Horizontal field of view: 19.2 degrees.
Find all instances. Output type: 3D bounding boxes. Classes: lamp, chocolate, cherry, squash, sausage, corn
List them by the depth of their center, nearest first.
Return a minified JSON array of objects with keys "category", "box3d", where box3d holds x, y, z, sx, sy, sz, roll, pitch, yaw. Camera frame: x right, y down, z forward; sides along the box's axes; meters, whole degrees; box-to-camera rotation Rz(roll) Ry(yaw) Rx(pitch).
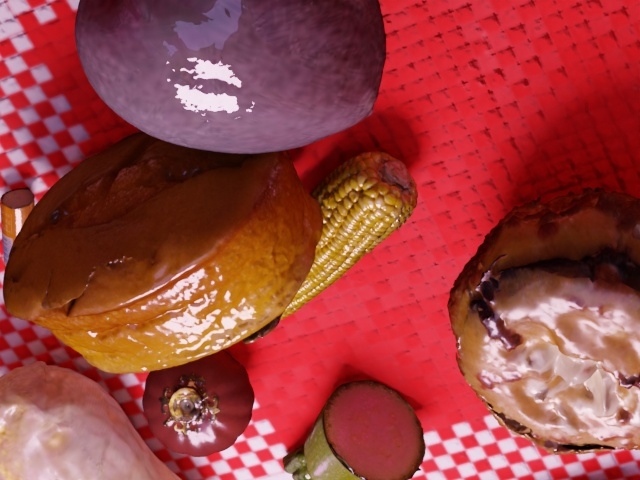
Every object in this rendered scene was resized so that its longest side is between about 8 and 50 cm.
[{"category":"cherry","box3d":[-0.070,-0.167,1.388,0.266,0.184,0.213,38,127,-15]},{"category":"corn","box3d":[0.000,0.000,1.571,0.072,0.072,0.203,37,125,-17]},{"category":"sausage","box3d":[-0.260,0.005,1.642,0.031,0.031,0.107,7,128,4]},{"category":"lamp","box3d":[-0.108,0.142,1.680,0.101,0.090,0.101,1,93,12]},{"category":"squash","box3d":[0.018,0.200,1.709,0.105,0.105,0.132,31,138,-13]},{"category":"chocolate","box3d":[-0.201,0.228,1.738,0.134,0.134,0.309,-24,122,25]}]

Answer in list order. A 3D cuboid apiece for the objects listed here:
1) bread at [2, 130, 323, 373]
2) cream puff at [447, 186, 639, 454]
[{"category":"bread","box3d":[-0.130,0.001,1.517,0.269,0.195,0.143,-19,129,32]},{"category":"cream puff","box3d":[0.221,0.059,1.521,0.240,0.164,0.240,13,140,11]}]
